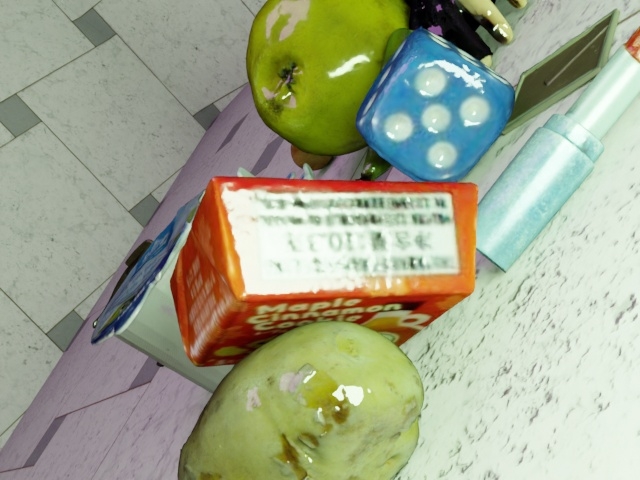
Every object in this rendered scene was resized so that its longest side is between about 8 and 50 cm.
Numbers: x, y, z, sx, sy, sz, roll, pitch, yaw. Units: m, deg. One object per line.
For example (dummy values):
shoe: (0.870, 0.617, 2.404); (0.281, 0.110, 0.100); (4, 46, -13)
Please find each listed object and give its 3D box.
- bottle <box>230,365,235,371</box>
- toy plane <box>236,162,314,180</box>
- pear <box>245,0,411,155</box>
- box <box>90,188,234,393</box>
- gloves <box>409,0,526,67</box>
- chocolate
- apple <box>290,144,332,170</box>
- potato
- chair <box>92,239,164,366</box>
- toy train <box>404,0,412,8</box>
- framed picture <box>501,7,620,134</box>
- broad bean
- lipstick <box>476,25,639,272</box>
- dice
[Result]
bottle: (-0.008, 0.066, 1.051); (0.286, 0.082, 0.082); (-59, 17, -23)
toy plane: (-0.093, -0.021, 1.412); (0.267, 0.122, 0.267); (-44, 27, 29)
pear: (0.043, -0.300, 1.386); (0.375, 0.287, 0.287); (-35, 1, -39)
box: (-0.166, 0.099, 1.203); (0.262, 0.206, 0.291); (-51, 16, 10)
gloves: (0.209, -0.342, 1.263); (0.197, 0.152, 0.301); (105, 172, -49)
chocolate: (-0.004, 0.035, 0.773); (0.235, 0.237, 0.108); (129, 139, -59)
apple: (-0.012, -0.171, 1.596); (0.071, 0.084, 0.084); (-12, 42, 54)
potato: (-0.026, 0.174, 0.710); (0.262, 0.165, 0.165); (-46, 17, 20)
chair: (-0.276, 0.062, 1.651); (0.160, 0.186, 0.319); (-37, 23, 58)
toy train: (0.239, -0.544, 1.571); (0.369, 0.163, 0.232); (-47, 25, 16)
framed picture: (0.267, -0.188, 0.960); (0.149, 0.011, 0.109); (-32, 26, 51)
broad bean: (0.099, -0.175, 1.138); (0.043, 0.060, 0.298); (119, 167, -56)
lipstick: (0.230, -0.096, 0.765); (0.274, 0.061, 0.068); (-51, 6, 4)
dice: (0.134, -0.156, 1.008); (0.146, 0.143, 0.146); (-56, 9, 19)
